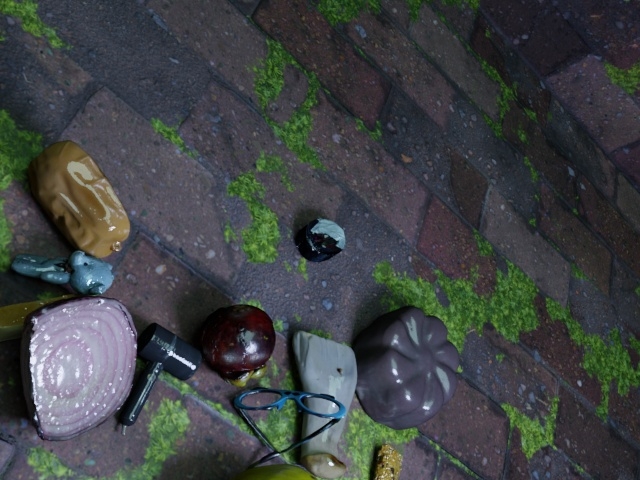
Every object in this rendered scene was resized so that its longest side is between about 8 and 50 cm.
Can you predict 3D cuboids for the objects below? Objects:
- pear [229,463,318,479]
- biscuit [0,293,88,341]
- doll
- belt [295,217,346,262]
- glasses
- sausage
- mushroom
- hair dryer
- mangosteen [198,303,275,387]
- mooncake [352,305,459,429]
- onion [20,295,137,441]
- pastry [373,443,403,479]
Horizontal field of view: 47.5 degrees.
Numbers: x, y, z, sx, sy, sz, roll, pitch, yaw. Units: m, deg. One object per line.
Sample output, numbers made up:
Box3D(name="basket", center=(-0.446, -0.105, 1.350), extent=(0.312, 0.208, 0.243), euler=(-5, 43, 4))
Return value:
Box3D(name="pear", center=(-0.103, 0.566, 1.360), extent=(0.294, 0.294, 0.294), euler=(19, 60, -36))
Box3D(name="biscuit", center=(-0.507, 0.141, 1.324), extent=(0.188, 0.056, 0.052), euler=(-8, 59, -45))
Box3D(name="doll", center=(-0.474, 0.046, 1.356), extent=(0.179, 0.075, 0.120), euler=(21, 20, -17))
Box3D(name="belt", center=(0.000, 0.000, 1.856), extent=(0.140, 0.058, 0.105), euler=(-5, 69, -40))
Box3D(name="glasses", center=(-0.068, 0.409, 1.530), extent=(0.239, 0.102, 0.207), euler=(2, 70, 4))
Box3D(name="sausage", center=(-0.466, -0.076, 1.413), extent=(0.241, 0.136, 0.120), euler=(59, 38, -11))
Box3D(name="mushroom", center=(0.002, 0.375, 1.664), extent=(0.159, 0.122, 0.329), euler=(6, 62, -3))
Box3D(name="hair dryer", center=(-0.330, 0.282, 1.426), extent=(0.124, 0.071, 0.219), euler=(40, 56, -23))
Box3D(name="mangosteen", center=(-0.172, 0.226, 1.534), extent=(0.166, 0.166, 0.180), euler=(-17, 104, -45))
Box3D(name="mooncake", center=(0.219, 0.318, 1.850), extent=(0.306, 0.154, 0.306), euler=(21, 56, -34))
Box3D(name="onion", center=(-0.446, 0.213, 1.301), extent=(0.247, 0.111, 0.250), euler=(-15, 108, -61))
Box3D(name="pastry", center=(0.158, 0.566, 1.749), extent=(0.080, 0.056, 0.140), euler=(46, 40, -27))
